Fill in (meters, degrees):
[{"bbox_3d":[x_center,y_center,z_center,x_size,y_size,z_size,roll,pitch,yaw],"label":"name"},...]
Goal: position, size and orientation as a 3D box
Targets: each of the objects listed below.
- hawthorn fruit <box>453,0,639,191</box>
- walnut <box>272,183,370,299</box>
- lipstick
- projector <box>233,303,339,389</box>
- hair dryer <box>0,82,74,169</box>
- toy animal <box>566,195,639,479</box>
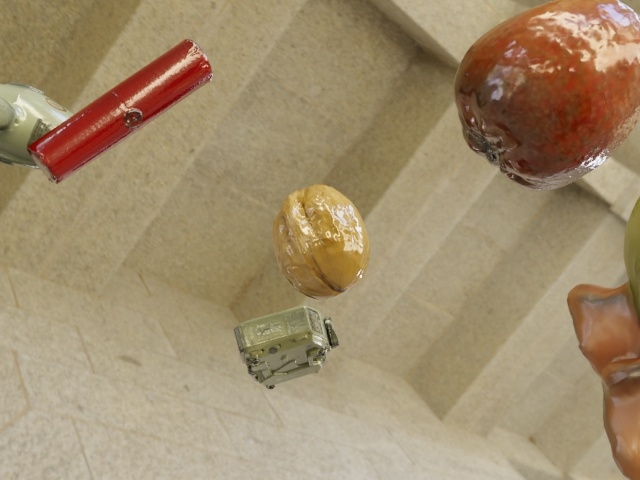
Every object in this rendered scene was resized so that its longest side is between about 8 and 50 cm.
[{"bbox_3d":[0.288,-0.186,0.905,0.262,0.210,0.210,-39,-48,-3],"label":"hawthorn fruit"},{"bbox_3d":[0.000,0.000,1.290,0.159,0.206,0.159,-14,-37,-11],"label":"walnut"},{"bbox_3d":[-0.273,-0.182,1.089,0.280,0.073,0.073,-41,-46,-20],"label":"lipstick"},{"bbox_3d":[-0.062,0.215,1.566,0.194,0.088,0.269,-16,-23,-4],"label":"projector"},{"bbox_3d":[-0.494,-0.195,1.055,0.298,0.296,0.119,36,-106,-72],"label":"hair dryer"},{"bbox_3d":[0.320,0.010,0.524,0.338,0.216,0.191,-38,-61,24],"label":"toy animal"}]
